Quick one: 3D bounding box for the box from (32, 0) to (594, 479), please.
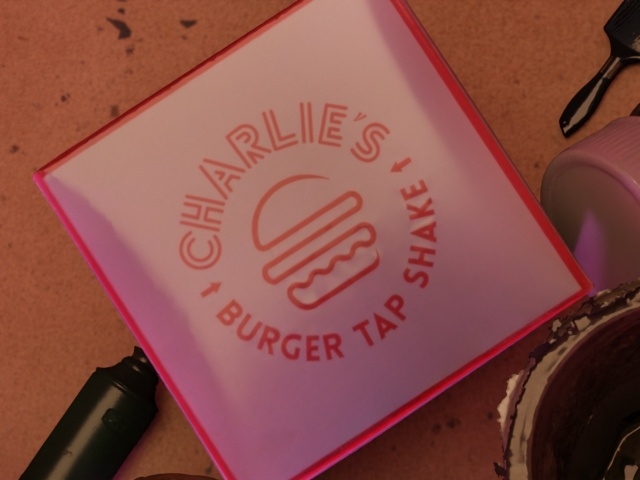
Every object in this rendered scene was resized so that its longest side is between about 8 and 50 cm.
[{"bbox_3d":[0.000,0.000,1.527,0.314,0.300,0.312,-33,85,1],"label":"box"}]

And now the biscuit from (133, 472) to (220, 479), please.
[{"bbox_3d":[-0.092,0.311,1.542,0.259,0.079,0.259,7,104,30],"label":"biscuit"}]

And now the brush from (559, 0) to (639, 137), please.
[{"bbox_3d":[0.277,-0.172,1.708,0.063,0.016,0.193,37,83,23],"label":"brush"}]

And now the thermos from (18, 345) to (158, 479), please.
[{"bbox_3d":[-0.205,0.181,1.682,0.073,0.083,0.187,35,80,0],"label":"thermos"}]

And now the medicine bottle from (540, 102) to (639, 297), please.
[{"bbox_3d":[0.325,-0.060,1.524,0.273,0.165,0.165,-29,63,-29],"label":"medicine bottle"}]

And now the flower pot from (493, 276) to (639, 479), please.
[{"bbox_3d":[0.286,0.187,1.447,0.290,0.259,0.290,-4,74,12],"label":"flower pot"}]
